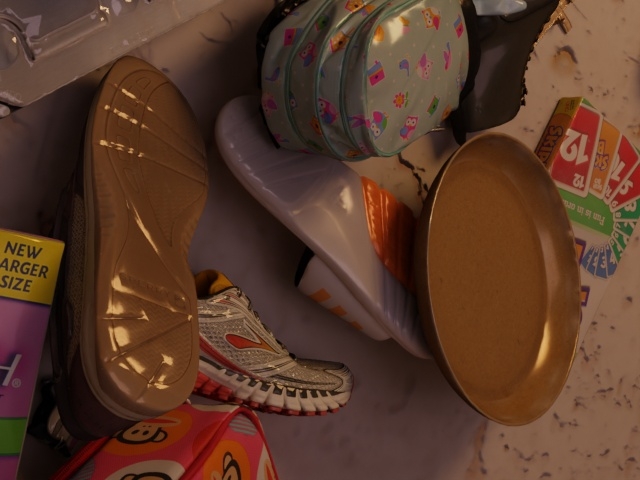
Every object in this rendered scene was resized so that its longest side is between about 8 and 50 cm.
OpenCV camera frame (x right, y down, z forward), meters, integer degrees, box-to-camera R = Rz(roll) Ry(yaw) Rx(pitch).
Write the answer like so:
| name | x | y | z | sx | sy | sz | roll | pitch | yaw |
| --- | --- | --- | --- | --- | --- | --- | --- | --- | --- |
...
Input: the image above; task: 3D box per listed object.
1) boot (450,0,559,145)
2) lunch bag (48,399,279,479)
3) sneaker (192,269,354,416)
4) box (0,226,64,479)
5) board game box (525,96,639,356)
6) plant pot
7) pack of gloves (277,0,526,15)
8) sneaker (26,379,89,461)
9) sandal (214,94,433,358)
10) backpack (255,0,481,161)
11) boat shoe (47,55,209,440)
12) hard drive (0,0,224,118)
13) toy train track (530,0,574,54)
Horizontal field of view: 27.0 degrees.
| name | x | y | z | sx | sy | sz | roll | pitch | yaw |
| --- | --- | --- | --- | --- | --- | --- | --- | --- | --- |
| boot | 0.175 | -0.176 | 1.147 | 0.198 | 0.077 | 0.137 | -22 | 110 | -19 |
| lunch bag | -0.086 | 0.257 | 0.899 | 0.258 | 0.120 | 0.293 | -46 | 131 | -54 |
| sneaker | -0.064 | 0.073 | 0.975 | 0.225 | 0.088 | 0.093 | 22 | 79 | -34 |
| box | -0.294 | 0.094 | 0.797 | 0.213 | 0.117 | 0.243 | 15 | 84 | -35 |
| board game box | 0.212 | 0.011 | 1.199 | 0.124 | 0.039 | 0.259 | 36 | 75 | -29 |
| plant pot | 0.142 | 0.032 | 1.079 | 0.236 | 0.032 | 0.236 | 12 | 75 | -50 |
| pack of gloves | 0.075 | -0.264 | 1.028 | 0.232 | 0.046 | 0.195 | -9 | 99 | -12 |
| sneaker | -0.180 | 0.143 | 0.930 | 0.069 | 0.038 | 0.098 | -1 | 83 | -33 |
| sandal | 0.003 | -0.008 | 1.028 | 0.265 | 0.076 | 0.102 | 44 | 49 | -23 |
| backpack | 0.037 | -0.132 | 0.961 | 0.182 | 0.115 | 0.152 | -36 | 120 | -42 |
| boat shoe | -0.136 | -0.001 | 0.878 | 0.103 | 0.092 | 0.285 | 29 | 42 | -38 |
| hard drive | -0.200 | -0.279 | 0.878 | 0.237 | 0.064 | 0.339 | -33 | 111 | -29 |
| toy train track | 0.207 | -0.196 | 1.195 | 0.083 | 0.014 | 0.048 | -50 | 118 | -22 |
